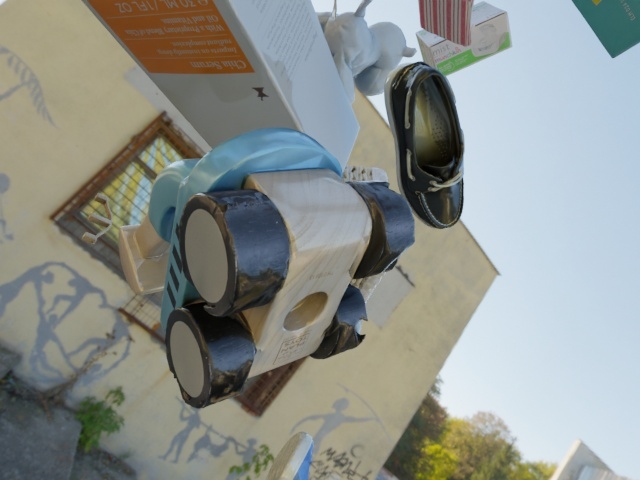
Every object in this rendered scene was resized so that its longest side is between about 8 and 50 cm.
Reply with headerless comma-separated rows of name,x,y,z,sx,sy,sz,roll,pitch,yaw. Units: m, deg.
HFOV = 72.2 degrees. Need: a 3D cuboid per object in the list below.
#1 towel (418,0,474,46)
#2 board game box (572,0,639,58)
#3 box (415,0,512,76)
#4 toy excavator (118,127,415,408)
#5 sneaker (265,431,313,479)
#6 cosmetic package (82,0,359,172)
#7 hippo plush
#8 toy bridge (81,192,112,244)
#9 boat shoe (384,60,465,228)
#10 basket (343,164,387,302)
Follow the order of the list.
towel,0.360,-0.658,1.273,0.197,0.029,0.144,43,-14,33
board game box,0.327,-0.410,0.479,0.336,0.253,0.079,54,-16,-2
box,0.493,-0.706,1.536,0.231,0.261,0.127,-96,161,-53
toy excavator,-0.151,0.004,0.607,0.445,0.222,0.433,49,-47,33
sneaker,-0.024,0.293,0.469,0.084,0.152,0.058,31,-26,-8
cosmetic package,-0.116,-0.266,0.702,0.230,0.162,0.453,9,-21,25
hippo plush,0.077,-0.464,1.051,0.234,0.236,0.294,44,-45,29
toy bridge,-0.654,-0.059,1.304,0.063,0.026,0.188,30,35,-36
boat shoe,0.182,-0.135,0.720,0.303,0.114,0.091,62,-4,-29
basket,0.000,0.000,1.156,0.266,0.331,0.328,13,-37,-9
